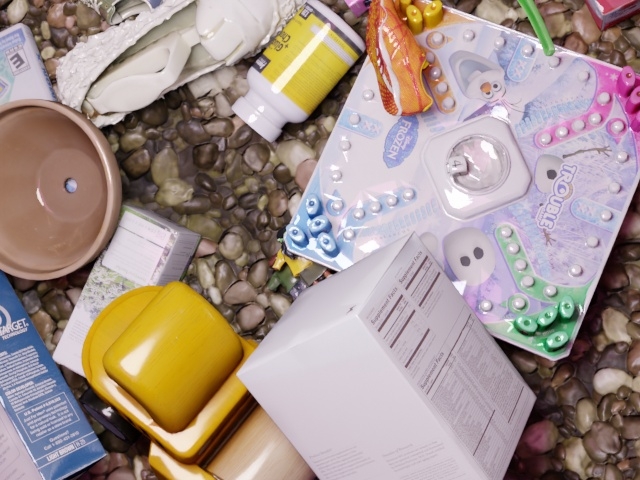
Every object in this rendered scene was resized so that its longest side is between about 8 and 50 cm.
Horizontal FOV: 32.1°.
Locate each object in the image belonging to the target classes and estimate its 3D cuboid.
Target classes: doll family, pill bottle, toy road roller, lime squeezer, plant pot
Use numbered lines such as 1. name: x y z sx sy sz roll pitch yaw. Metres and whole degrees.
1. doll family: 0.000 0.000 1.484 0.193 0.076 0.111 -40 70 0
2. pill bottle: -0.033 -0.224 1.489 0.103 0.103 0.184 42 95 12
3. toy road roller: -0.144 0.190 1.364 0.329 0.241 0.202 36 70 12
4. lime squeezer: 0.212 -0.364 1.446 0.310 0.110 0.059 43 127 11
5. plant pot: -0.362 -0.070 1.499 0.237 0.110 0.237 2 96 16

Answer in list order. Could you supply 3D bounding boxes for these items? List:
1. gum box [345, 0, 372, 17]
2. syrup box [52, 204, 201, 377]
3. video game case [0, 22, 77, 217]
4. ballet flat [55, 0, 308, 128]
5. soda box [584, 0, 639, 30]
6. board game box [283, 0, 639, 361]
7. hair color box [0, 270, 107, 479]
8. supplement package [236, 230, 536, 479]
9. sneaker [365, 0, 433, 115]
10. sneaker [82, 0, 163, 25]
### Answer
1. gum box: 0.044 -0.404 1.504 0.107 0.062 0.188 -34 80 8
2. syrup box: -0.264 0.078 1.522 0.093 0.096 0.237 25 94 13
3. video game case: -0.519 -0.114 1.621 0.329 0.036 0.300 -24 82 9
4. ballet flat: -0.177 -0.259 1.498 0.408 0.147 0.147 -27 81 14
5. soda box: 0.343 -0.410 1.430 0.092 0.083 0.263 -25 81 9
6. board game box: 0.200 -0.098 1.419 0.390 0.050 0.390 22 79 12
7. hair color box: -0.444 0.190 1.512 0.174 0.105 0.347 -41 78 44
8. supplement package: 0.084 0.172 1.321 0.199 0.198 0.263 -30 102 36
9. sneaker: 0.100 -0.239 1.420 0.067 0.064 0.175 -8 78 -18
10. sneaker: -0.306 -0.348 1.574 0.192 0.064 0.086 1 82 9
